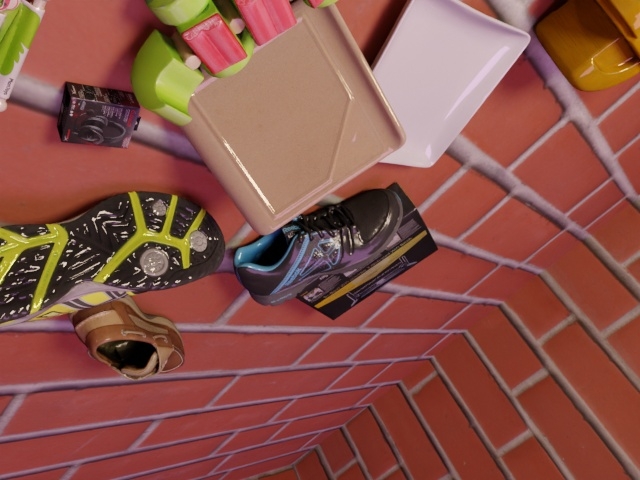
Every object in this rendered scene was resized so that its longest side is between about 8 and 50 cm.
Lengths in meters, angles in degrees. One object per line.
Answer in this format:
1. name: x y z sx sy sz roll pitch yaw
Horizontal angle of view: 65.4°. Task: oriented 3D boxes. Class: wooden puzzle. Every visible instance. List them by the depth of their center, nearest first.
1. wooden puzzle: -0.042 -0.153 0.635 0.238 0.044 0.221 -32 109 5

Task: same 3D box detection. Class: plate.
1. plate: 0.160 -0.239 0.787 0.277 0.045 0.278 -1 139 -39

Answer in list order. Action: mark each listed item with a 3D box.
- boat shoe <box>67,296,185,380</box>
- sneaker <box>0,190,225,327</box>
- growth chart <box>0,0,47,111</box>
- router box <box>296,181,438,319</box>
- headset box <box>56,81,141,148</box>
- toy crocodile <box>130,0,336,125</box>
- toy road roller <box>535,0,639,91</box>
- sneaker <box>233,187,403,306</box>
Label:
1. boat shoe: -0.341 0.198 0.911 0.122 0.120 0.324 -29 150 -3
2. sneaker: -0.319 0.023 0.695 0.384 0.145 0.147 -9 174 -37
3. growth chart: -0.374 -0.182 0.419 0.237 0.021 0.172 4 136 -44
4. router box: 0.092 0.038 1.099 0.309 0.081 0.243 -35 150 7
5. headset box: -0.252 -0.142 0.576 0.083 0.032 0.062 1 137 -40
6. toy crocodile: -0.058 -0.254 0.510 0.340 0.105 0.115 -35 150 6
7. toy road roller: 0.509 -0.345 0.802 0.329 0.202 0.240 13 141 -44
8. sneaker: 0.000 0.000 0.921 0.341 0.125 0.140 -33 145 -2
